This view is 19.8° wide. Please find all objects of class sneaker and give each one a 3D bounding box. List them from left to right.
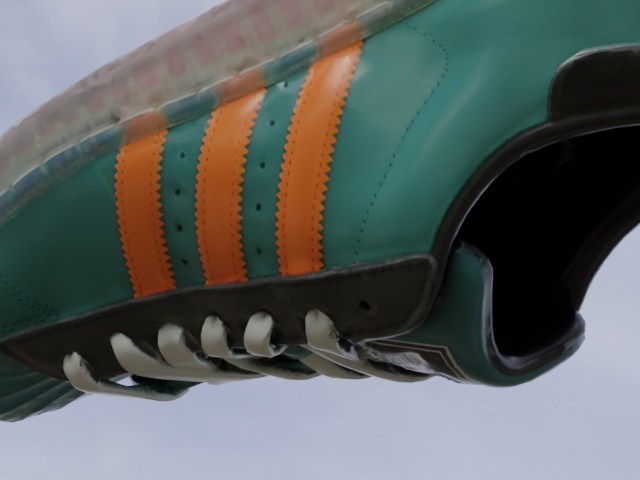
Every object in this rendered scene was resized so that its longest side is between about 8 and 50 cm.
[{"bbox_3d":[0.000,0.000,0.531,0.302,0.121,0.108,-30,-24,25],"label":"sneaker"}]
